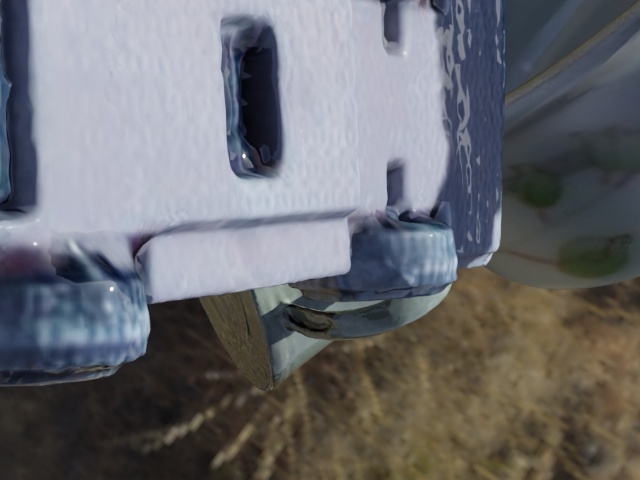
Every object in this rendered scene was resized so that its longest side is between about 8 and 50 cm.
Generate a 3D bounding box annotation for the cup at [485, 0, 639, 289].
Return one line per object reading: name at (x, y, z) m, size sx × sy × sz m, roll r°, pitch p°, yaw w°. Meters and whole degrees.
cup at (0.140, -0.109, 0.828) m, size 0.163 × 0.347 × 0.347 m, roll 44°, pitch 79°, yaw -24°

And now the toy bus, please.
toy bus at (-0.063, -0.032, 0.428) m, size 0.330 × 0.136 × 0.109 m, roll -6°, pitch 96°, yaw -64°

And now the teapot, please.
teapot at (0.000, 0.000, 1.212) m, size 0.149 × 0.239 × 0.162 m, roll -23°, pitch 119°, yaw -16°
